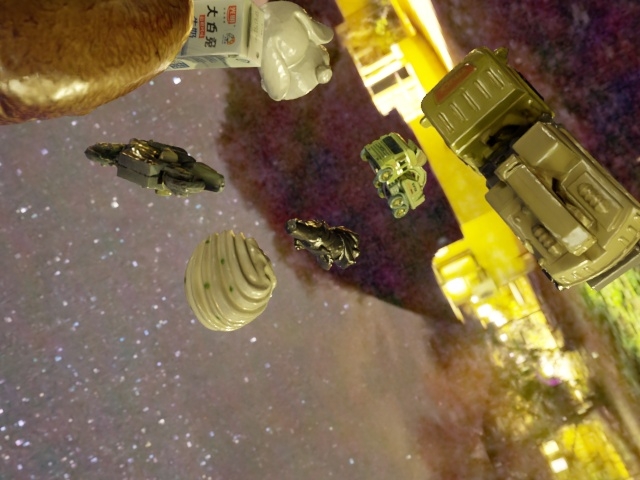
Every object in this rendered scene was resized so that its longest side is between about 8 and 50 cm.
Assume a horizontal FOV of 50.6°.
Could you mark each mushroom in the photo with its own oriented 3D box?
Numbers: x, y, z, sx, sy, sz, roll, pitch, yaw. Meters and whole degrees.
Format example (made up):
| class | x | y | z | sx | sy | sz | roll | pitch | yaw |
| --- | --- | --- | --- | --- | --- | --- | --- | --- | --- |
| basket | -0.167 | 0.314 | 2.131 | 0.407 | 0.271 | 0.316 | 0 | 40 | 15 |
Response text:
| class | x | y | z | sx | sy | sz | roll | pitch | yaw |
| --- | --- | --- | --- | --- | --- | --- | --- | --- | --- |
| mushroom | -0.305 | -0.213 | 0.636 | 0.239 | 0.345 | 0.345 | 60 | -169 | -19 |

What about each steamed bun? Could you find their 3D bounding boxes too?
| class | x | y | z | sx | sy | sz | roll | pitch | yaw |
| --- | --- | --- | --- | --- | --- | --- | --- | --- | --- |
| steamed bun | -0.170 | 0.069 | 1.205 | 0.106 | 0.183 | 0.183 | 16 | -133 | -65 |

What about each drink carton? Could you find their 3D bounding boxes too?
| class | x | y | z | sx | sy | sz | roll | pitch | yaw |
| --- | --- | --- | --- | --- | --- | --- | --- | --- | --- |
| drink carton | -0.283 | -0.455 | 1.508 | 0.106 | 0.315 | 0.130 | 3 | -90 | -68 |

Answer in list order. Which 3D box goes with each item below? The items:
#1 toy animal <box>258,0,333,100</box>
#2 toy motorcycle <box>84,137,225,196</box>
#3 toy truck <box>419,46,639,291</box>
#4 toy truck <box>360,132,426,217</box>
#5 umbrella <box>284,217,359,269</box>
| class | x | y | z | sx | sy | sz | roll | pitch | yaw |
| --- | --- | --- | --- | --- | --- | --- | --- | --- | --- |
| toy animal | -0.093 | -0.552 | 1.900 | 0.206 | 0.271 | 0.265 | 31 | 167 | 37 |
| toy motorcycle | -0.218 | -0.102 | 0.926 | 0.124 | 0.193 | 0.061 | -22 | -52 | -61 |
| toy truck | 0.319 | -0.113 | 1.038 | 0.254 | 0.181 | 0.405 | 19 | -145 | -56 |
| toy truck | 0.169 | -0.141 | 1.410 | 0.085 | 0.116 | 0.191 | 57 | 179 | 40 |
| umbrella | 0.000 | 0.000 | 1.570 | 0.118 | 0.118 | 0.340 | 66 | -166 | 17 |
